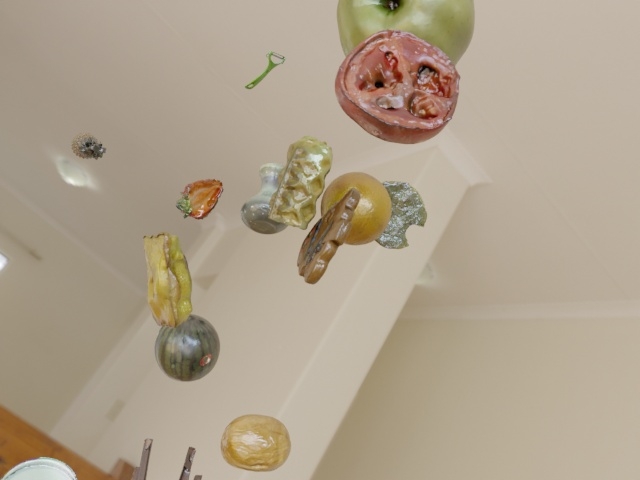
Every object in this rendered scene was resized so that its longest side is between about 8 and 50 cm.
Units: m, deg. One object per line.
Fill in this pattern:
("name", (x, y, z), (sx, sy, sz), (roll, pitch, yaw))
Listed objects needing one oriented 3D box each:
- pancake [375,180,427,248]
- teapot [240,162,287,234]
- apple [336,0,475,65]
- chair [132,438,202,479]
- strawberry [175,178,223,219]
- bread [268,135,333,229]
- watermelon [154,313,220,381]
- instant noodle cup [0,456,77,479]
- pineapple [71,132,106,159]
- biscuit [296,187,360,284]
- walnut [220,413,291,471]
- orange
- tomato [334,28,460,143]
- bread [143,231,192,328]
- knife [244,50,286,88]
("pancake", (0.266, -0.097, 2.340), (0.253, 0.253, 0.037), (38, -4, -9))
("teapot", (-0.189, -0.154, 2.368), (0.183, 0.251, 0.183), (6, -28, 3))
("apple", (0.223, -0.562, 1.661), (0.357, 0.357, 0.357), (26, -27, 14))
("chair", (-0.371, 0.637, 1.440), (0.175, 0.326, 0.183), (11, -45, -4))
("strawberry", (-0.452, -0.155, 2.373), (0.140, 0.192, 0.085), (30, -18, -35))
("bread", (-0.054, -0.167, 1.831), (0.152, 0.268, 0.130), (17, -3, 35))
("watermelon", (-0.418, 0.335, 2.031), (0.212, 0.212, 0.212), (26, -27, 14))
("instant noodle cup", (-0.719, 0.686, 1.637), (0.251, 0.251, 0.190), (27, -55, 11))
("pineapple", (-0.600, -0.242, 1.676), (0.074, 0.074, 0.159), (50, -14, -31))
("biscuit", (-0.001, -0.001, 1.704), (0.043, 0.278, 0.301), (30, -20, -14))
("walnut", (-0.182, 0.571, 1.823), (0.197, 0.165, 0.165), (2, -23, -12))
("orange", (0.107, -0.096, 1.964), (0.236, 0.236, 0.236), (26, -27, 14))
("tomato", (0.134, -0.262, 1.166), (0.228, 0.228, 0.101), (29, -28, 8))
("bread", (-0.370, 0.095, 1.567), (0.088, 0.233, 0.161), (-3, 1, -28))
("knife", (-0.185, -0.535, 2.057), (0.166, 0.022, 0.078), (-39, -34, 30))
